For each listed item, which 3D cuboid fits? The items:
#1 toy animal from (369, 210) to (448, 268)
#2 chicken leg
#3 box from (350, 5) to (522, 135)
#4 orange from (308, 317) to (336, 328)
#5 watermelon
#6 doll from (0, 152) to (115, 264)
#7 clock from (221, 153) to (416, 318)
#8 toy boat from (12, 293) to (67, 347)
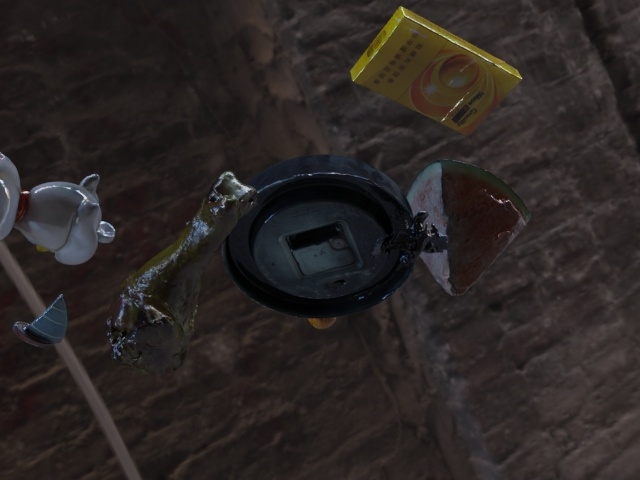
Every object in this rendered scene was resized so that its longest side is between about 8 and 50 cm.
[{"bbox_3d":[0.176,0.002,1.494,0.220,0.062,0.108,-6,-38,-39],"label":"toy animal"},{"bbox_3d":[-0.231,0.072,1.233,0.361,0.140,0.211,-58,15,31],"label":"chicken leg"},{"bbox_3d":[0.204,-0.291,1.411,0.269,0.043,0.152,19,-48,-29],"label":"box"},{"bbox_3d":[0.005,0.209,2.248,0.083,0.083,0.070,-26,21,-15],"label":"orange"},{"bbox_3d":[0.326,-0.019,1.911,0.250,0.283,0.292,-173,105,-86],"label":"watermelon"},{"bbox_3d":[-0.403,-0.062,0.858,0.384,0.188,0.099,17,-50,-27],"label":"doll"},{"bbox_3d":[0.000,0.000,1.570,0.386,0.386,0.076,-24,39,20],"label":"clock"},{"bbox_3d":[-0.508,0.154,1.515,0.122,0.096,0.034,-36,39,22],"label":"toy boat"}]
